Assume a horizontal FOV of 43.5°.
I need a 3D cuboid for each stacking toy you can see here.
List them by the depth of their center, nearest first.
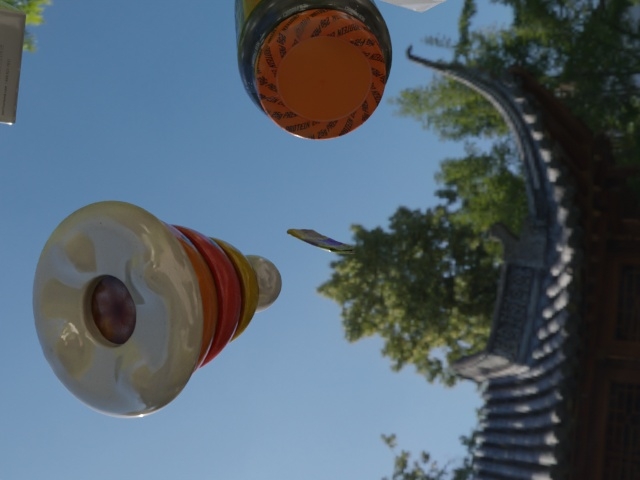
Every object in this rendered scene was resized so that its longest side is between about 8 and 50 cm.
[{"bbox_3d":[-0.234,0.095,1.449,0.480,0.351,0.350,-10,-80,-60],"label":"stacking toy"}]

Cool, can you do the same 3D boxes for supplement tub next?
[{"bbox_3d":[-0.016,-0.285,1.126,0.338,0.207,0.207,-101,-10,-56],"label":"supplement tub"}]

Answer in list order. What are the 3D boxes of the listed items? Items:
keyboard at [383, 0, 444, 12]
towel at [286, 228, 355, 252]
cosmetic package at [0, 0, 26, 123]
[{"bbox_3d":[-0.024,-0.215,0.606,0.256,0.072,0.014,11,-84,-17],"label":"keyboard"},{"bbox_3d":[0.000,0.000,1.081,0.060,0.083,0.009,4,-75,-49],"label":"towel"},{"bbox_3d":[-0.580,-0.258,1.006,0.366,0.197,0.155,3,-72,-30],"label":"cosmetic package"}]
